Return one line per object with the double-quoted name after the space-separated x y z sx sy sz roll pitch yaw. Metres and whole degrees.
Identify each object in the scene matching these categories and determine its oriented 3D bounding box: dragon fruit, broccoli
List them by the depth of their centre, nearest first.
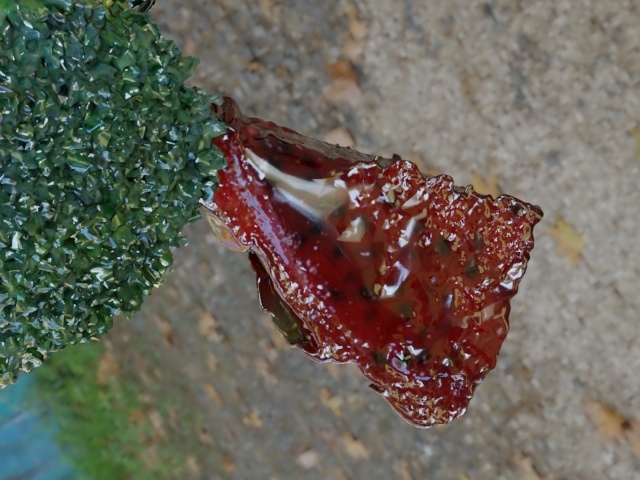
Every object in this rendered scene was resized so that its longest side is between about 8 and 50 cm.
-0.160 -0.040 0.617 0.194 0.194 0.219 49 -168 28 "broccoli"
-0.003 0.010 1.386 0.286 0.329 0.228 -143 70 -70 "dragon fruit"

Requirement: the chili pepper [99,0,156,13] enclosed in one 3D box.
-0.197 -0.175 0.956 0.165 0.173 0.261 -17 77 45 "chili pepper"
